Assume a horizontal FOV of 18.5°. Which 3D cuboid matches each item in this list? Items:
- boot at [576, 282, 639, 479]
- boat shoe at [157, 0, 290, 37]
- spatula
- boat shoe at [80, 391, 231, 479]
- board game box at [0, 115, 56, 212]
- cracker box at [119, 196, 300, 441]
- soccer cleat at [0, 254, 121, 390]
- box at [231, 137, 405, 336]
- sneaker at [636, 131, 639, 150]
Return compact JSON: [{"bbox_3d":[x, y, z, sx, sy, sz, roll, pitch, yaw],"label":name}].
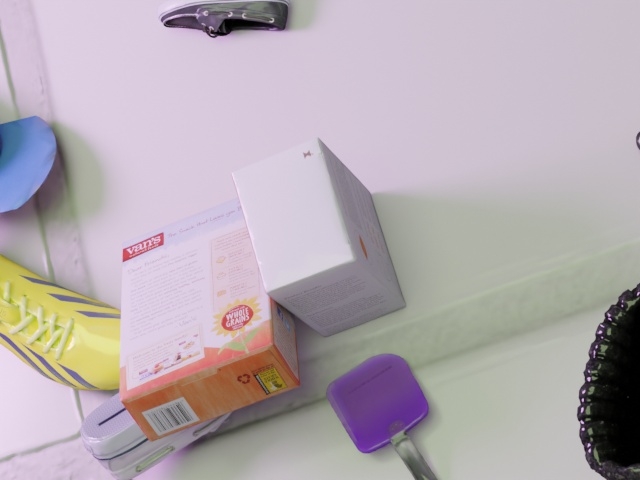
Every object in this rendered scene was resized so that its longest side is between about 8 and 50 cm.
[{"bbox_3d":[0.303,0.223,1.627,0.131,0.260,0.348,-10,71,16],"label":"boot"},{"bbox_3d":[-0.101,-0.230,2.022,0.142,0.049,0.040,-5,73,16],"label":"boat shoe"},{"bbox_3d":[0.103,0.230,1.820,0.084,0.030,0.296,-34,66,4],"label":"spatula"},{"bbox_3d":[-0.122,0.150,1.901,0.226,0.076,0.083,-29,37,-2],"label":"boat shoe"},{"bbox_3d":[-0.347,-0.061,2.047,0.169,0.033,0.133,-13,46,14],"label":"board game box"},{"bbox_3d":[-0.107,0.067,1.868,0.156,0.067,0.232,-21,38,13],"label":"cracker box"},{"bbox_3d":[-0.300,0.070,1.958,0.289,0.121,0.093,25,84,24],"label":"soccer cleat"},{"bbox_3d":[0.000,0.000,1.849,0.091,0.170,0.130,-21,67,12],"label":"box"},{"bbox_3d":[0.343,-0.085,1.827,0.109,0.044,0.040,19,83,25],"label":"sneaker"}]
